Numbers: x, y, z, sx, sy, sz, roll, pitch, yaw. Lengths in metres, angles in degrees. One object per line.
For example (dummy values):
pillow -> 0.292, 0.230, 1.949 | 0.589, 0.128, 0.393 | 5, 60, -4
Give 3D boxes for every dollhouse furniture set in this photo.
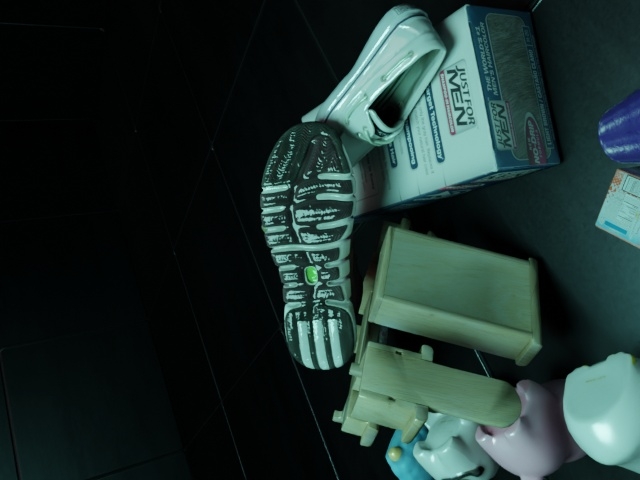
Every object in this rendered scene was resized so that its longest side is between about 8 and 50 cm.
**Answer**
dollhouse furniture set -> 0.120, 0.166, 0.738 | 0.355, 0.174, 0.303 | 102, -177, -49

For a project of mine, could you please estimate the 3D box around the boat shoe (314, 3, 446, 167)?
boat shoe -> 0.056, -0.143, 0.648 | 0.076, 0.083, 0.226 | 63, 143, 31

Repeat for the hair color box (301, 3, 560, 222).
hair color box -> 0.112, -0.131, 0.741 | 0.347, 0.105, 0.174 | -16, 83, 59

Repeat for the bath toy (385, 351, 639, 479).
bath toy -> 0.225, 0.205, 0.622 | 0.129, 0.151, 0.348 | 43, 144, -8

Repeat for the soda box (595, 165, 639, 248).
soda box -> 0.321, -0.001, 0.468 | 0.183, 0.063, 0.058 | 43, 133, 47

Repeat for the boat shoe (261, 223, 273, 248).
boat shoe -> -0.029, 0.000, 0.970 | 0.089, 0.104, 0.285 | 61, 175, 10

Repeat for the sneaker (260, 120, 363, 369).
sneaker -> 0.000, 0.000, 0.716 | 0.162, 0.106, 0.281 | -40, -50, -76

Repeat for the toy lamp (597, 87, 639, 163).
toy lamp -> 0.330, -0.113, 0.411 | 0.275, 0.080, 0.080 | -19, 81, 59
